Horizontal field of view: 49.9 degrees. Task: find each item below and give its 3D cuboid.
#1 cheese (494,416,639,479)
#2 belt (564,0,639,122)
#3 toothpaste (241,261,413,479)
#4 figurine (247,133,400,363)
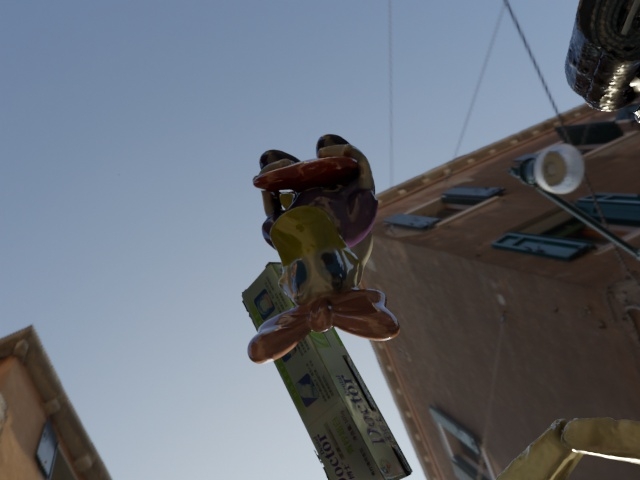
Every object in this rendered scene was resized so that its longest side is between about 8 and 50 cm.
[{"bbox_3d":[0.400,0.402,0.980,0.292,0.153,0.332,30,-94,28],"label":"cheese"},{"bbox_3d":[0.351,-0.244,0.767,0.122,0.128,0.218,27,-106,20],"label":"belt"},{"bbox_3d":[-0.001,0.185,0.928,0.067,0.336,0.081,3,-42,-47],"label":"toothpaste"},{"bbox_3d":[-0.001,-0.006,0.802,0.154,0.421,0.193,-14,-76,8],"label":"figurine"}]
